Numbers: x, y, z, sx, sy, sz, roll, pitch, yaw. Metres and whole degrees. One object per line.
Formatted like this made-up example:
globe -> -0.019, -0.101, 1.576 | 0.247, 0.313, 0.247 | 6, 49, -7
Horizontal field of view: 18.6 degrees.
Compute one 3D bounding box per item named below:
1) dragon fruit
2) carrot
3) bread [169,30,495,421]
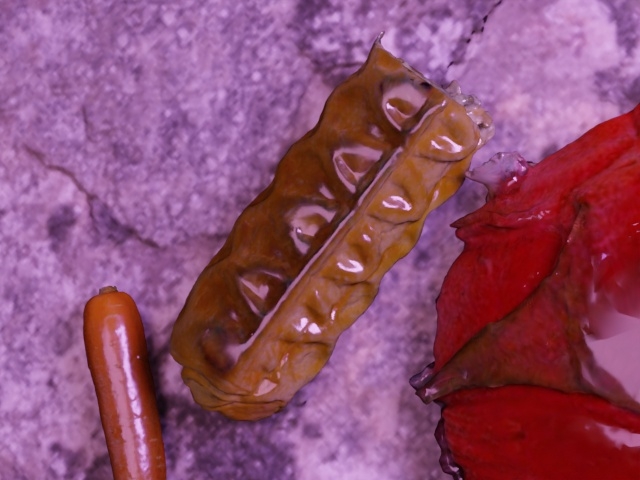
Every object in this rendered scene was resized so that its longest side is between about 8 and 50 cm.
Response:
dragon fruit -> 0.197, 0.086, 1.165 | 0.282, 0.100, 0.344 | -30, 78, 11
carrot -> -0.122, 0.151, 1.313 | 0.043, 0.043, 0.248 | -14, 84, 18
bread -> 0.001, 0.001, 1.255 | 0.269, 0.098, 0.087 | -54, 31, 9
